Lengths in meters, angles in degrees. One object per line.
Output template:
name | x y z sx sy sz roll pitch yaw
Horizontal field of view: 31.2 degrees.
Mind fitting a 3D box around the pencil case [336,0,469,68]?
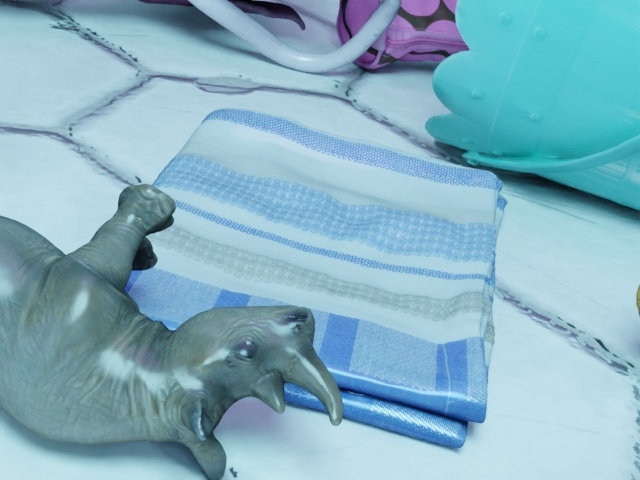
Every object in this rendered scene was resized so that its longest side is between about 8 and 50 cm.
pencil case | 0.122 -0.182 0.992 0.209 0.095 0.098 0 45 -21

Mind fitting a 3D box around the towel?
towel | 0.000 0.000 0.636 0.209 0.034 0.285 15 27 4

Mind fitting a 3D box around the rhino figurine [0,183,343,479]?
rhino figurine | -0.102 0.029 0.474 0.243 0.073 0.106 21 56 13

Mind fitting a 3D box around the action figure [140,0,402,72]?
action figure | -0.166 -0.231 0.896 0.370 0.248 0.275 -4 59 -34

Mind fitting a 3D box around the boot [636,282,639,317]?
boot | 0.325 0.065 0.603 0.295 0.104 0.211 16 3 -34

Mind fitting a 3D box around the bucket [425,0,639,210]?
bucket | 0.213 -0.158 0.797 0.183 0.281 0.281 26 28 12
